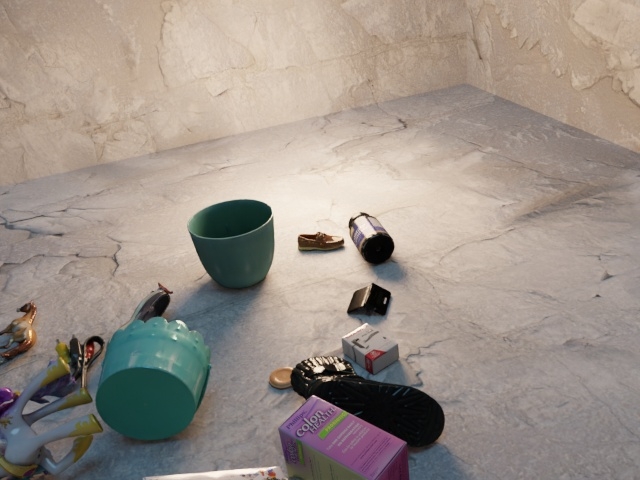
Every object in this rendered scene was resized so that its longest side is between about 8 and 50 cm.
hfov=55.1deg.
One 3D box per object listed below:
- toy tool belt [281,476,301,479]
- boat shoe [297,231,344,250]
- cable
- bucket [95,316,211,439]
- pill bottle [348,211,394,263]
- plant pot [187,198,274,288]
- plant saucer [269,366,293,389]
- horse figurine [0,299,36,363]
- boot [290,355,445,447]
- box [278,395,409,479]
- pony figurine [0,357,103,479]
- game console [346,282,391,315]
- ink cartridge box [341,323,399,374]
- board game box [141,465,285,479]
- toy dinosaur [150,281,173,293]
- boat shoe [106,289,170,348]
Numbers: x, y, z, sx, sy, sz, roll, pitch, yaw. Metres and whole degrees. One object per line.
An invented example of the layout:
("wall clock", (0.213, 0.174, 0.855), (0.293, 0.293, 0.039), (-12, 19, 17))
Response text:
("toy tool belt", (-0.046, 0.522, 1.268), (0.083, 0.051, 0.052), (5, 64, 46))
("boat shoe", (0.000, 0.000, 2.274), (0.178, 0.060, 0.064), (-3, 29, 7))
("cable", (-0.703, 0.377, 1.806), (0.140, 0.072, 0.287), (-1, 37, -24))
("bucket", (-0.422, 0.353, 1.544), (0.281, 0.281, 0.183), (-7, 29, 1))
("pill bottle", (0.174, -0.016, 2.199), (0.123, 0.122, 0.219), (-13, 29, -10))
("plant pot", (-0.289, 0.024, 2.120), (0.293, 0.235, 0.293), (-6, 29, 3))
("plant saucer", (-0.100, 0.375, 1.679), (0.084, 0.013, 0.083), (-6, 29, 4))
("horse figurine", (-0.978, 0.305, 1.961), (0.174, 0.066, 0.263), (-27, 32, -20))
("boot", (0.107, 0.382, 1.504), (0.348, 0.131, 0.260), (19, -5, -10))
("box", (0.053, 0.474, 1.261), (0.243, 0.213, 0.117), (16, 37, 36))
("pony figurine", (-0.735, 0.447, 1.449), (0.363, 0.303, 0.351), (-34, 62, -16))
("game console", (0.155, 0.196, 1.938), (0.107, 0.071, 0.122), (27, 35, 0))
("ink cartridge box", (0.138, 0.300, 1.710), (0.099, 0.056, 0.135), (-27, 35, -29))
("board game box", (-0.194, 0.549, 1.233), (0.305, 0.053, 0.193), (7, 21, -27))
("toy dinosaur", (-0.534, 0.169, 2.096), (0.090, 0.047, 0.082), (-32, 55, 16))
("boat shoe", (-0.542, 0.265, 1.898), (0.092, 0.102, 0.285), (11, 37, 21))
